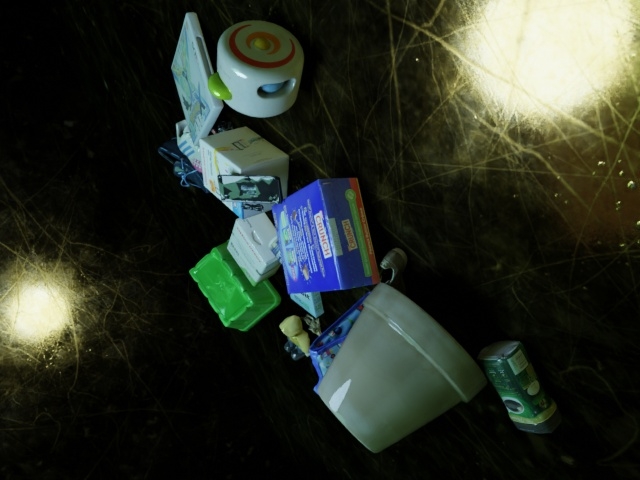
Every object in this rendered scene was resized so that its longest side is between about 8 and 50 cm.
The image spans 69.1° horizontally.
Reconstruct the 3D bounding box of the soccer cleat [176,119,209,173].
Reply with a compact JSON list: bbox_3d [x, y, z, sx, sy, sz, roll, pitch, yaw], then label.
[{"bbox_3d":[-0.446,-0.346,1.711,0.331,0.116,0.143,35,144,40],"label":"soccer cleat"}]

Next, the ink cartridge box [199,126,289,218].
[{"bbox_3d":[-0.231,-0.209,1.402,0.233,0.168,0.171,38,138,36],"label":"ink cartridge box"}]

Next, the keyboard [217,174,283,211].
[{"bbox_3d":[-0.190,-0.129,1.264,0.180,0.023,0.108,4,119,15],"label":"keyboard"}]

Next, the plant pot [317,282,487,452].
[{"bbox_3d":[0.156,0.306,1.052,0.323,0.280,0.323,44,173,6],"label":"plant pot"}]

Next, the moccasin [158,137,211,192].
[{"bbox_3d":[-0.568,-0.299,1.965,0.342,0.117,0.137,42,149,30],"label":"moccasin"}]

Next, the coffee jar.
[{"bbox_3d":[0.406,0.299,0.947,0.184,0.079,0.096,61,153,-1],"label":"coffee jar"}]

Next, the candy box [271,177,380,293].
[{"bbox_3d":[0.000,0.000,1.224,0.317,0.122,0.268,-16,85,63],"label":"candy box"}]

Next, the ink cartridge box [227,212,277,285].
[{"bbox_3d":[-0.238,0.030,1.737,0.198,0.115,0.273,55,153,8],"label":"ink cartridge box"}]

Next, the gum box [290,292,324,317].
[{"bbox_3d":[-0.062,0.164,1.655,0.157,0.041,0.184,31,142,44],"label":"gum box"}]

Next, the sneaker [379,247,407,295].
[{"bbox_3d":[0.169,0.100,1.160,0.066,0.071,0.188,36,145,38],"label":"sneaker"}]

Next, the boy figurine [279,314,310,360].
[{"bbox_3d":[-0.101,0.390,1.867,0.177,0.092,0.285,46,160,25],"label":"boy figurine"}]

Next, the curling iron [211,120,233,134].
[{"bbox_3d":[-0.376,-0.411,1.600,0.274,0.068,0.035,39,149,44],"label":"curling iron"}]

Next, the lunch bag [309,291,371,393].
[{"bbox_3d":[0.097,0.316,1.255,0.138,0.293,0.220,16,130,55],"label":"lunch bag"}]

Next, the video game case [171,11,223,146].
[{"bbox_3d":[-0.406,-0.501,1.500,0.329,0.036,0.299,-22,84,63],"label":"video game case"}]

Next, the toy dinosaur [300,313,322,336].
[{"bbox_3d":[-0.015,0.335,1.757,0.183,0.053,0.092,49,167,36],"label":"toy dinosaur"}]

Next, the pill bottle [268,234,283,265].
[{"bbox_3d":[-0.088,0.055,1.529,0.169,0.094,0.094,51,152,16],"label":"pill bottle"}]

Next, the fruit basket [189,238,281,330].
[{"bbox_3d":[-0.356,0.201,2.042,0.392,0.283,0.392,45,-164,-16],"label":"fruit basket"}]

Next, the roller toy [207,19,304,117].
[{"bbox_3d":[-0.136,-0.394,1.052,0.191,0.209,0.146,20,148,-1],"label":"roller toy"}]
